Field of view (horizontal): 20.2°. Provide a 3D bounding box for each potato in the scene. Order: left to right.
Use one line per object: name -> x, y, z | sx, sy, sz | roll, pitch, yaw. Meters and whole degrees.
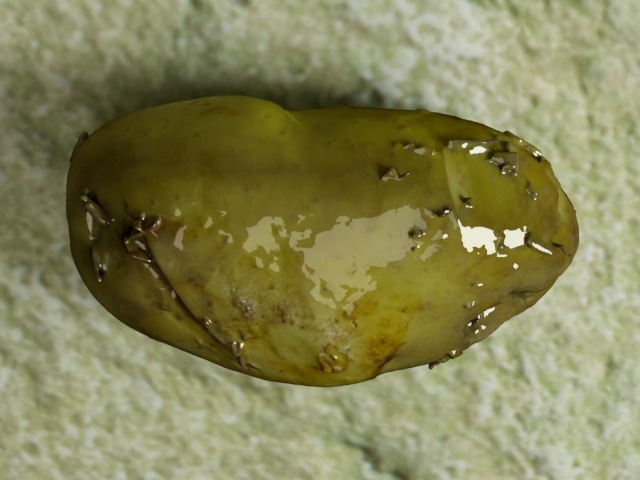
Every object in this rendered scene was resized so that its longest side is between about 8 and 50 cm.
potato -> 0.000, 0.000, 1.051 | 0.300, 0.140, 0.173 | 2, 111, 3
